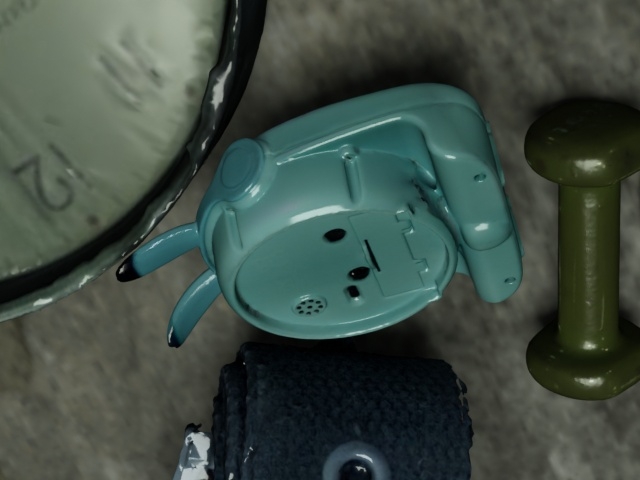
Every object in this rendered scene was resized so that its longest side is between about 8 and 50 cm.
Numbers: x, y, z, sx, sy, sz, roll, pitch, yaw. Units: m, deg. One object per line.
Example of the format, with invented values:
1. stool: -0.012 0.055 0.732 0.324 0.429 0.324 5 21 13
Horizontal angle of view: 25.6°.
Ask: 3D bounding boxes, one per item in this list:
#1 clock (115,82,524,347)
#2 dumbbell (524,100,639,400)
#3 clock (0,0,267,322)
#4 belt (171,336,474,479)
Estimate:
1. clock: 0.000 -0.001 0.538 0.147 0.045 0.108 -16 144 8
2. dumbbell: 0.106 0.005 0.553 0.046 0.052 0.118 21 128 40
3. clock: -0.174 -0.105 0.516 0.312 0.061 0.312 2 118 4
4. belt: -0.015 0.146 0.596 0.128 0.122 0.218 6 116 -9
